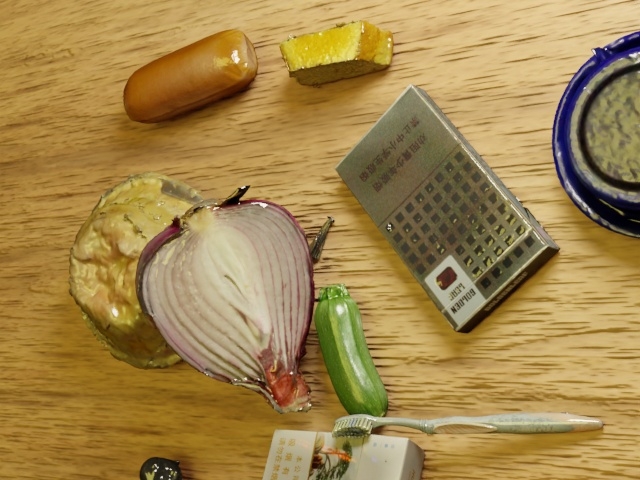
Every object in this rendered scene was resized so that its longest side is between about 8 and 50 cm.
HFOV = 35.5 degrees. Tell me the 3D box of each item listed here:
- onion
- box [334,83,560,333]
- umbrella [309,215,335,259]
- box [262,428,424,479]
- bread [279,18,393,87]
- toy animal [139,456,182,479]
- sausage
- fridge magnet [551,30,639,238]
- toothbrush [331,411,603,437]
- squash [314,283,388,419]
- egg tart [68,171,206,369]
[{"bbox_3d":[-0.123,0.102,1.533,0.267,0.159,0.349,-23,98,-3],"label":"onion"},{"bbox_3d":[0.169,-0.048,1.420,0.180,0.047,0.325,-46,62,21],"label":"box"},{"bbox_3d":[-0.002,-0.001,1.550,0.083,0.020,0.031,-66,17,10],"label":"umbrella"},{"bbox_3d":[0.025,0.356,1.433,0.233,0.067,0.149,-4,63,34],"label":"box"},{"bbox_3d":[0.017,-0.281,1.520,0.187,0.103,0.065,-4,84,29],"label":"bread"},{"bbox_3d":[-0.277,0.532,1.604,0.168,0.106,0.343,-38,52,48],"label":"toy animal"},{"bbox_3d":[-0.224,-0.272,1.684,0.274,0.105,0.105,-16,75,32],"label":"sausage"},{"bbox_3d":[0.409,-0.133,1.226,0.265,0.112,0.266,-3,85,35],"label":"fridge magnet"},{"bbox_3d":[0.190,0.250,1.351,0.375,0.037,0.028,-6,113,22],"label":"toothbrush"},{"bbox_3d":[0.042,0.168,1.469,0.077,0.068,0.219,-29,69,36],"label":"squash"},{"bbox_3d":[-0.310,0.048,1.680,0.352,0.150,0.352,-2,87,35],"label":"egg tart"}]
